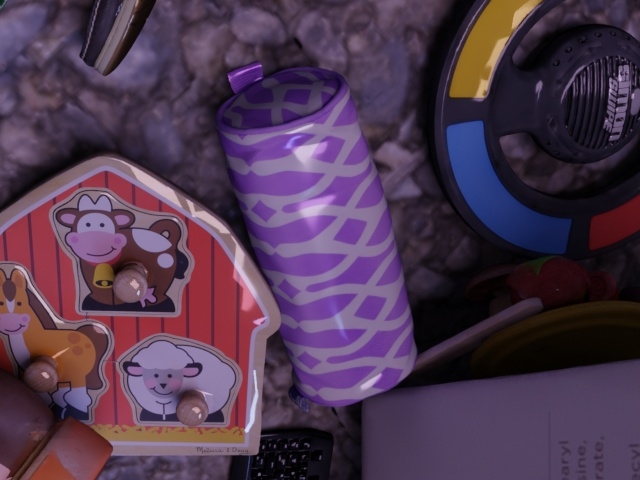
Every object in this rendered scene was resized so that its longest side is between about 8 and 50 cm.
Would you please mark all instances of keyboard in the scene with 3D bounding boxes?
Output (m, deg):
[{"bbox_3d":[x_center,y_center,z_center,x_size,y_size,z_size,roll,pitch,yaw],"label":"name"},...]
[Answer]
[{"bbox_3d":[-0.018,0.219,0.838,0.100,0.038,0.192,-2,114,-23],"label":"keyboard"}]

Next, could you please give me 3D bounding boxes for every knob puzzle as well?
[{"bbox_3d":[-0.118,0.044,0.684,0.213,0.030,0.213,0,115,-1],"label":"knob puzzle"}]

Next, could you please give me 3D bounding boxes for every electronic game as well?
[{"bbox_3d":[0.173,-0.093,0.777,0.229,0.048,0.229,-9,115,-20],"label":"electronic game"}]

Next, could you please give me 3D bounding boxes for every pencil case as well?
[{"bbox_3d":[0.000,0.000,0.719,0.086,0.088,0.206,-20,119,-11],"label":"pencil case"}]

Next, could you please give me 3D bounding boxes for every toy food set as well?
[{"bbox_3d":[0.160,0.045,0.808,0.218,0.071,0.128,10,147,-36],"label":"toy food set"}]

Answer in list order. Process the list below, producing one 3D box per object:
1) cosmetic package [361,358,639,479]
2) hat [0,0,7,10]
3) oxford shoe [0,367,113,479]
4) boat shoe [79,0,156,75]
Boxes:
[{"bbox_3d":[0.257,0.239,0.684,0.329,0.394,0.327,8,76,-31],"label":"cosmetic package"},{"bbox_3d":[-0.209,-0.132,0.513,0.209,0.183,0.173,-13,117,-18],"label":"hat"},{"bbox_3d":[-0.276,0.212,0.686,0.133,0.130,0.363,40,95,-5],"label":"oxford shoe"},{"bbox_3d":[-0.100,-0.161,0.630,0.049,0.056,0.152,23,109,-5],"label":"boat shoe"}]
